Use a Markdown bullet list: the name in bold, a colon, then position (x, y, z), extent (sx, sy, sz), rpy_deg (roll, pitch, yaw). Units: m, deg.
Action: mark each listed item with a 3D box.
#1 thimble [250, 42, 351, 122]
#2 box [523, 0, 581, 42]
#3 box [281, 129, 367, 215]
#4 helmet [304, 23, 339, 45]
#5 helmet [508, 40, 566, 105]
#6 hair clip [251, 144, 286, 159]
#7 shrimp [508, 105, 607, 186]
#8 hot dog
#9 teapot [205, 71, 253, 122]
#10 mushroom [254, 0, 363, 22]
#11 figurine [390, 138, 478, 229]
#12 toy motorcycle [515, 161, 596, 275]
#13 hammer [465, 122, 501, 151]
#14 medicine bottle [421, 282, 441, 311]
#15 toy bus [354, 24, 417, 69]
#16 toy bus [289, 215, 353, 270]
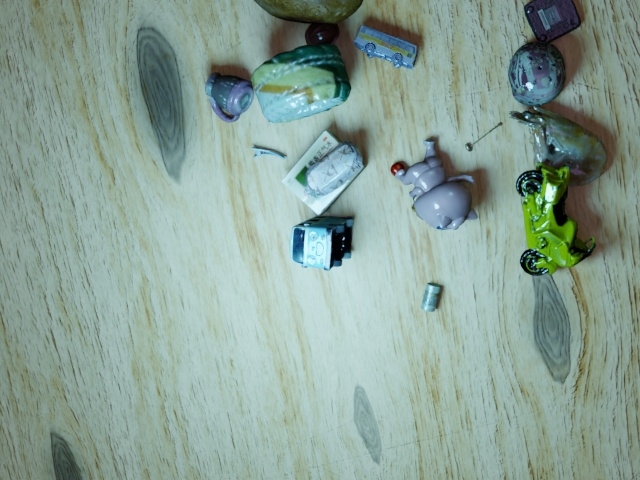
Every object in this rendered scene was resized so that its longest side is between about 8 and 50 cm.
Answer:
- **thimble**: position (-0.060, -0.454, 1.708), extent (0.288, 0.254, 0.167), rpy_deg (-13, 94, 41)
- **box**: position (0.650, -0.629, 1.633), extent (0.125, 0.027, 0.126), rpy_deg (-26, 94, 15)
- **box**: position (0.012, -0.211, 1.816), extent (0.168, 0.095, 0.212), rpy_deg (43, 105, 5)
- **helmet**: position (-0.001, -0.626, 1.761), extent (0.111, 0.057, 0.089), rpy_deg (-24, 96, 15)
- **helmet**: position (0.606, -0.461, 1.624), extent (0.153, 0.107, 0.177), rpy_deg (-11, 107, 17)
- **hair clip**: position (-0.166, -0.274, 1.878), extent (0.115, 0.030, 0.039), rpy_deg (14, 122, 12)
- **shrimp**: position (0.666, -0.270, 1.671), extent (0.317, 0.077, 0.168), rpy_deg (30, 107, 3)
- **hot dog**: position (0.039, -0.210, 1.730), extent (0.191, 0.059, 0.108), rpy_deg (-37, 76, 19)
- **teapot**: position (-0.290, -0.460, 1.844), extent (0.146, 0.148, 0.116), rpy_deg (30, 69, 17)
- **mushroom**: position (-0.045, -0.705, 1.620), extent (0.345, 0.345, 0.239), rpy_deg (-12, 99, 14)
- **figurine**: position (0.341, -0.150, 1.743), extent (0.176, 0.186, 0.287), rpy_deg (-25, 70, -22)
- **toy motorcycle**: position (0.669, -0.049, 1.664), extent (0.206, 0.142, 0.342), rpy_deg (-4, 113, 18)
- **hammer**: position (0.485, -0.310, 1.735), extent (0.123, 0.014, 0.029), rpy_deg (-37, 99, 13)
- **medicine bottle**: position (0.347, 0.178, 1.834), extent (0.047, 0.047, 0.083), rpy_deg (14, 103, 10)
- **toy bus**: position (0.195, -0.569, 1.729), extent (0.190, 0.064, 0.075), rpy_deg (22, 92, 8)
- **toy bus**: position (0.000, 0.000, 1.765), extent (0.165, 0.271, 0.133), rpy_deg (6, 101, 15)
